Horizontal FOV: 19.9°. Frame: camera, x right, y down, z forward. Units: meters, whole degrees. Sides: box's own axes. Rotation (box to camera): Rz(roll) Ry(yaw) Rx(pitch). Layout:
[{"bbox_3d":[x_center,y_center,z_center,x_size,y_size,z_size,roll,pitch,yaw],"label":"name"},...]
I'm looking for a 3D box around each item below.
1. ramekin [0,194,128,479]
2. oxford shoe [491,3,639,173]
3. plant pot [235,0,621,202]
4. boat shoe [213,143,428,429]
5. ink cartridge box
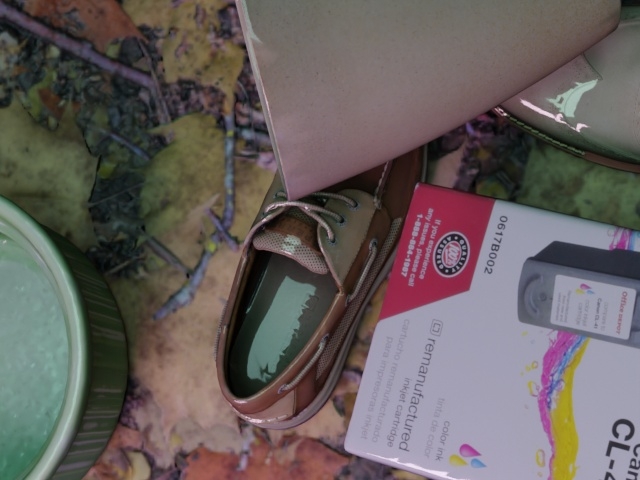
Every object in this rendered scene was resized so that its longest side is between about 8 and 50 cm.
[{"bbox_3d":[-0.311,0.105,1.542,0.303,0.148,0.303,-2,83,16],"label":"ramekin"},{"bbox_3d":[0.307,-0.118,1.393,0.397,0.146,0.140,9,88,18],"label":"oxford shoe"},{"bbox_3d":[0.076,-0.184,1.367,0.274,0.256,0.256,-14,79,-2],"label":"plant pot"},{"bbox_3d":[0.000,0.000,1.483,0.123,0.116,0.324,16,88,17],"label":"boat shoe"},{"bbox_3d":[0.199,0.099,1.387,0.306,0.131,0.226,13,85,28],"label":"ink cartridge box"}]
